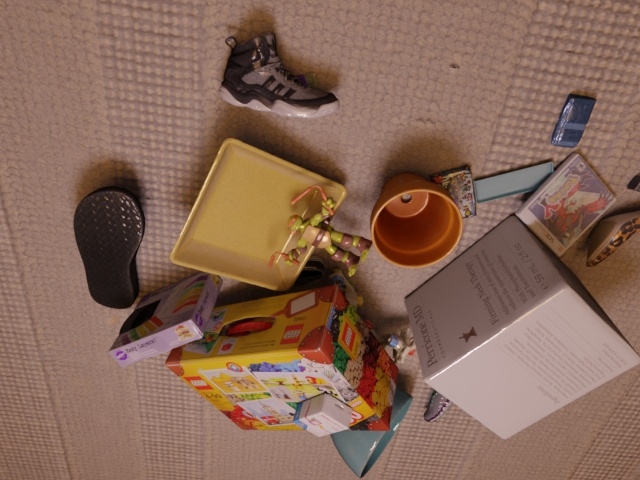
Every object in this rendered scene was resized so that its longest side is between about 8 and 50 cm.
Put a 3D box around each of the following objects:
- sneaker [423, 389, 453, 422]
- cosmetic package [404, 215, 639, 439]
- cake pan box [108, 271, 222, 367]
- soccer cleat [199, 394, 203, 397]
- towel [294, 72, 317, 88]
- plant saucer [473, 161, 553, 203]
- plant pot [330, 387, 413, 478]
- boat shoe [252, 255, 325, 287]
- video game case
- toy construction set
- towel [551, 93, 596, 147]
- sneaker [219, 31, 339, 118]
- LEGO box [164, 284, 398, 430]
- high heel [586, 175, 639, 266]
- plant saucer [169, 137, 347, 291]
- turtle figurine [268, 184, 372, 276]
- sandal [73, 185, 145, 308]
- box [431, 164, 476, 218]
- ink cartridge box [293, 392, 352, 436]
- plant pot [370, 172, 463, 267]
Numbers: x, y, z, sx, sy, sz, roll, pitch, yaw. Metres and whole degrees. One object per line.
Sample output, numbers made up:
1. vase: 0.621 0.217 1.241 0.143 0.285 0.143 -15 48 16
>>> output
1. sneaker: 0.394 0.499 1.544 0.098 0.083 0.223 37 112 3
2. cosmetic package: 0.490 0.224 1.216 0.327 0.329 0.394 38 113 -20
3. cake pan box: -0.411 0.203 1.268 0.267 0.245 0.070 -22 114 15
4. soccer cleat: -0.378 0.496 1.570 0.083 0.029 0.035 -31 107 15
5. towel: -0.049 -0.345 1.069 0.083 0.009 0.060 -10 119 7
6. plant saucer: 0.483 -0.145 1.176 0.192 0.018 0.067 -14 120 8
7. plant pot: 0.132 0.560 1.484 0.195 0.290 0.290 31 124 25
8. boat shoe: -0.096 0.095 1.298 0.220 0.070 0.077 -14 120 9
9. video game case: 0.617 -0.086 1.176 0.183 0.023 0.201 39 98 -20
10. toy construction set: 0.115 0.243 1.350 0.328 0.151 0.215 35 116 -6
11. towel: 0.587 -0.275 1.089 0.067 0.029 0.119 6 121 -3
12. sneaker: -0.086 -0.354 0.997 0.269 0.101 0.153 12 121 7
13. LEGO box: -0.096 0.341 1.274 0.500 0.193 0.372 -14 127 31
14. high heel: 0.820 -0.015 1.200 0.186 0.093 0.261 23 110 -5
15. plant saucer: -0.154 -0.057 1.147 0.333 0.081 0.332 19 111 -31
16. turtle figurine: 0.000 0.000 1.125 0.217 0.087 0.269 29 122 -6
17. sandal: -0.552 0.012 1.251 0.168 0.107 0.445 16 132 -10
18. box: 0.339 -0.115 1.190 0.094 0.027 0.137 -14 120 10
19. ink cartridge box: 0.005 0.427 1.142 0.089 0.052 0.122 36 134 -17
20. plant pot: 0.218 -0.069 1.126 0.205 0.188 0.205 1 121 1
